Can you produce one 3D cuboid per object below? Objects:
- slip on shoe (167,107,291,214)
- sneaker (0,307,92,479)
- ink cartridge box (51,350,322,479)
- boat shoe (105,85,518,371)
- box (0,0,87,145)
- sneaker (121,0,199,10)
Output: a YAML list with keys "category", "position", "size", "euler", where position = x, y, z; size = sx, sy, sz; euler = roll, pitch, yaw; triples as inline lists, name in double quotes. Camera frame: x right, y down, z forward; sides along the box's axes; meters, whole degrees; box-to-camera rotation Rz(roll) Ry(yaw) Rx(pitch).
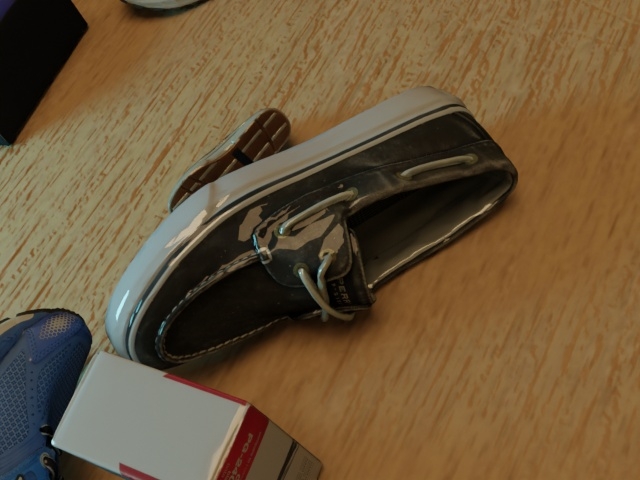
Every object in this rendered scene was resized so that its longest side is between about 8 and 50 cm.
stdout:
- category: "slip on shoe"
  position: [-0.083, -0.066, 0.693]
  size: [0.135, 0.051, 0.041]
  euler: [-49, 18, -7]
- category: "sneaker"
  position: [-0.201, 0.204, 0.517]
  size: [0.147, 0.130, 0.330]
  euler: [6, 62, 4]
- category: "ink cartridge box"
  position: [-0.076, 0.136, 0.489]
  size: [0.109, 0.150, 0.063]
  euler: [12, 66, 24]
- category: "boat shoe"
  position: [0.000, 0.000, 0.571]
  size: [0.335, 0.121, 0.119]
  euler: [-35, 50, -10]
- category: "box"
  position: [-0.425, -0.217, 0.859]
  size: [0.261, 0.103, 0.184]
  euler: [9, 63, 22]
- category: "sneaker"
  position: [-0.115, -0.354, 0.839]
  size: [0.283, 0.122, 0.110]
  euler: [-22, 54, 2]
